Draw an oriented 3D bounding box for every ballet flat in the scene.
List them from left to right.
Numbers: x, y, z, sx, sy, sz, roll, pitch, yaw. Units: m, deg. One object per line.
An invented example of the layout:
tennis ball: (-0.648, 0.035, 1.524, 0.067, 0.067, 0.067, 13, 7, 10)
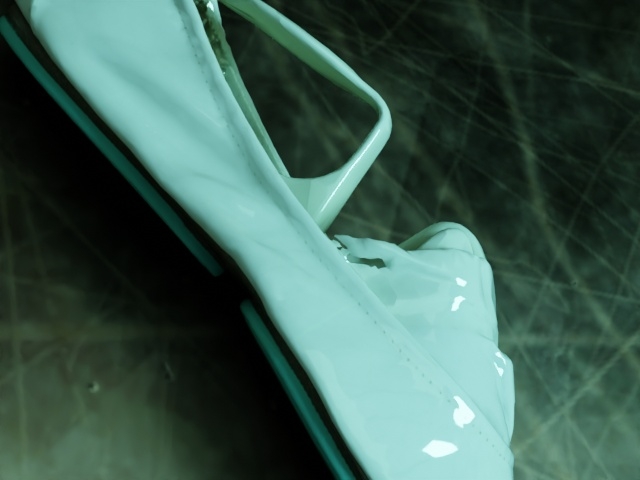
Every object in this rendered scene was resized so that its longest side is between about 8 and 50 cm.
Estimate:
ballet flat: (0.000, 0.000, 0.645, 0.139, 0.139, 0.400, -29, 74, -30)
